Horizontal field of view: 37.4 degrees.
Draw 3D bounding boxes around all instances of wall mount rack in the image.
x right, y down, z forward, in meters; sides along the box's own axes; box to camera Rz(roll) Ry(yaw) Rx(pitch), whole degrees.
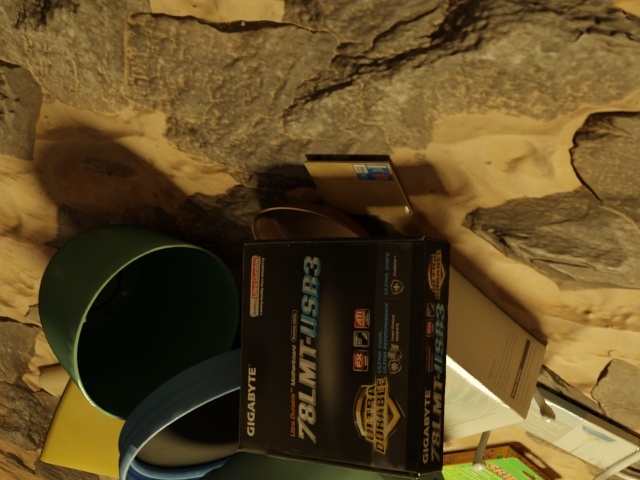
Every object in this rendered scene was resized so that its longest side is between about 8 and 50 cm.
[{"bbox_3d":[0.383,0.310,1.407,0.350,0.130,0.304,27,148,1],"label":"wall mount rack"}]

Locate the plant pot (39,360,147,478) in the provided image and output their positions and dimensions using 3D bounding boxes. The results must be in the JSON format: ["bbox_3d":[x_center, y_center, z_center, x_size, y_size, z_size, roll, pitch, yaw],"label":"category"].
[{"bbox_3d":[-0.354,0.279,1.682,0.212,0.212,0.187,13,110,-1],"label":"plant pot"}]

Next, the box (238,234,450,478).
[{"bbox_3d":[0.023,0.143,1.237,0.293,0.295,0.073,0,175,35],"label":"box"}]

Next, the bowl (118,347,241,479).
[{"bbox_3d":[-0.141,0.303,1.527,0.391,0.391,0.077,88,158,-53],"label":"bowl"}]

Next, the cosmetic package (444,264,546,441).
[{"bbox_3d":[0.157,0.168,1.363,0.225,0.138,0.224,40,141,-16],"label":"cosmetic package"}]

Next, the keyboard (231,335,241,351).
[{"bbox_3d":[-0.186,0.231,1.772,0.201,0.033,0.317,18,137,38],"label":"keyboard"}]

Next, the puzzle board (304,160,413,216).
[{"bbox_3d":[0.051,-0.070,1.244,0.128,0.011,0.096,3,138,33],"label":"puzzle board"}]

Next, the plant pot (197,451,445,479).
[{"bbox_3d":[-0.011,0.405,1.419,0.341,0.341,0.334,39,104,-16],"label":"plant pot"}]

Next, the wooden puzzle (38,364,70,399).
[{"bbox_3d":[-0.492,0.428,2.268,0.322,0.080,0.348,-15,128,47],"label":"wooden puzzle"}]

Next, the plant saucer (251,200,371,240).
[{"bbox_3d":[0.000,0.000,1.341,0.199,0.036,0.198,18,151,10],"label":"plant saucer"}]

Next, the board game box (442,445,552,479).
[{"bbox_3d":[0.304,0.428,1.717,0.124,0.039,0.259,40,148,-18],"label":"board game box"}]

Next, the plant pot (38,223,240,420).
[{"bbox_3d":[-0.315,0.107,1.520,0.235,0.293,0.293,26,154,44],"label":"plant pot"}]
